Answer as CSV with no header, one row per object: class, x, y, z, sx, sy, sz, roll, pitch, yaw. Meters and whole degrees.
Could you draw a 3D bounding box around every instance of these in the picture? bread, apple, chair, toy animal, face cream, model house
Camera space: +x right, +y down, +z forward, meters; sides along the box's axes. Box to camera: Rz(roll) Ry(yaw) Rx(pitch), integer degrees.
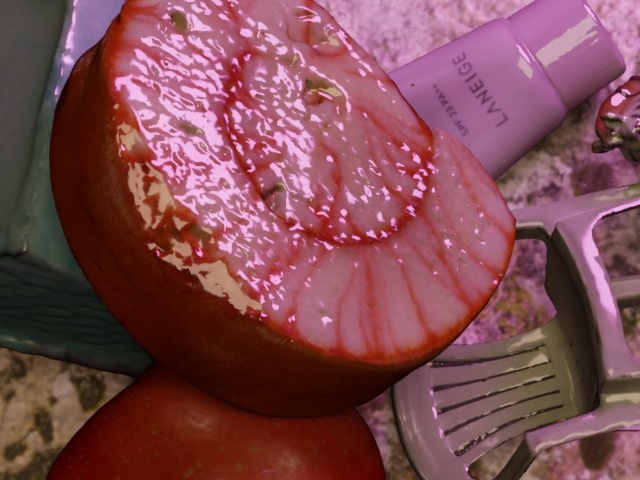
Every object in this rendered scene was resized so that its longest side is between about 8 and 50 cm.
bread,-0.034,-0.034,1.224,0.328,0.114,0.295,48,46,0
apple,-0.080,0.200,1.276,0.216,0.260,0.260,36,81,11
chair,0.199,0.085,1.342,0.274,0.190,0.203,-8,61,-6
toy animal,0.327,-0.130,1.375,0.170,0.255,0.090,13,121,19
face cream,0.113,-0.102,1.434,0.274,0.096,0.154,-34,82,7
model house,-0.189,-0.045,1.385,0.230,0.249,0.280,-10,61,39
